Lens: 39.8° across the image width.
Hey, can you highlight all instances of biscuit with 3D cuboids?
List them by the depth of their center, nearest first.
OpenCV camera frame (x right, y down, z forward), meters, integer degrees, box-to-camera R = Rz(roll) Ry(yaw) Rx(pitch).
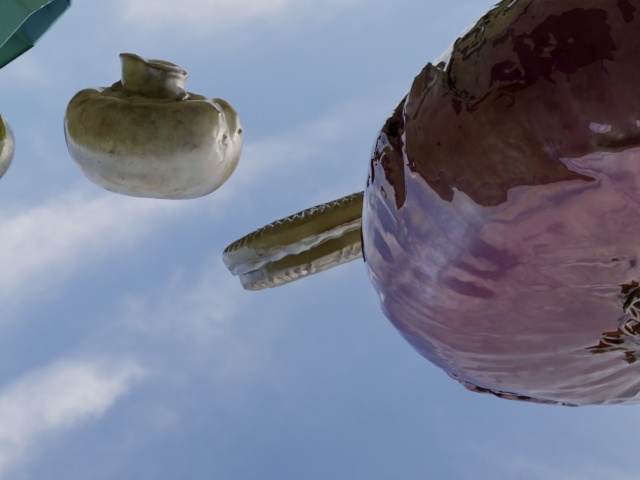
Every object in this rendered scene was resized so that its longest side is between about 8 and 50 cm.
[{"bbox_3d":[0.000,0.000,1.131,0.259,0.079,0.259,-21,178,-1],"label":"biscuit"}]

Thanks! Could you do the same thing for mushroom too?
[{"bbox_3d":[-0.150,-0.103,0.813,0.166,0.127,0.166,11,-162,-4],"label":"mushroom"}]

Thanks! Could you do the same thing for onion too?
[{"bbox_3d":[0.186,-0.057,0.526,0.347,0.348,0.286,-14,-122,-1],"label":"onion"}]

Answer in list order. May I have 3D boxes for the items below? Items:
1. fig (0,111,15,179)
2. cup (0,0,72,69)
[{"bbox_3d":[-0.520,-0.154,1.282,0.142,0.148,0.186,-34,-145,23],"label":"fig"},{"bbox_3d":[-0.417,-0.325,1.012,0.134,0.236,0.148,-48,-167,-16],"label":"cup"}]
